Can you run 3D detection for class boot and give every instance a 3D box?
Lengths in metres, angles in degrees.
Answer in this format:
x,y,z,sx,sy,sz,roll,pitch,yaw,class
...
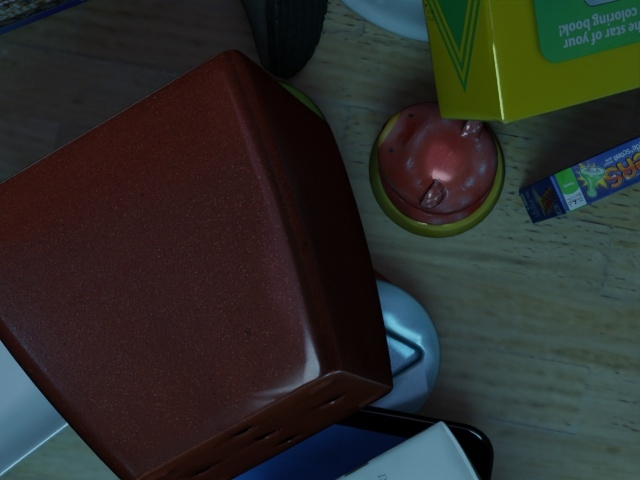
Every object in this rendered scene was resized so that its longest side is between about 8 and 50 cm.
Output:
x,y,z,sx,sy,sz,roll,pitch,yaw,class
-0.087,-0.266,1.577,0.161,0.083,0.246,11,124,32,boot

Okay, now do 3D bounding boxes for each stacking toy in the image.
x,y,z,sx,sy,sz,roll,pitch,yaw,class
0.000,0.000,1.546,0.279,0.130,0.309,18,87,0,stacking toy

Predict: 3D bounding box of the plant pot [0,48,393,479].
x,y,z,sx,sy,sz,roll,pitch,yaw,class
-0.088,0.048,1.391,0.267,0.267,0.236,-30,74,9,plant pot

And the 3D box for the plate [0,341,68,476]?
x,y,z,sx,sy,sz,roll,pitch,yaw,class
-0.364,0.102,1.490,0.278,0.045,0.277,-39,91,-3,plate

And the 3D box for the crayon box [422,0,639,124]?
x,y,z,sx,sy,sz,roll,pitch,yaw,class
0.244,-0.285,1.468,0.363,0.106,0.313,-16,105,-27,crayon box

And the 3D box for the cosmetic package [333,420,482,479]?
x,y,z,sx,sy,sz,roll,pitch,yaw,class
0.056,0.250,1.389,0.184,0.151,0.151,-30,78,1,cosmetic package

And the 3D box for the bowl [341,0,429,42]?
x,y,z,sx,sy,sz,roll,pitch,yaw,class
0.120,-0.323,1.559,0.298,0.134,0.298,0,87,-1,bowl

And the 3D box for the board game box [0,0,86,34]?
x,y,z,sx,sy,sz,roll,pitch,yaw,class
-0.280,-0.266,1.471,0.232,0.291,0.141,-22,86,-1,board game box

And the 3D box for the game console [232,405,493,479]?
x,y,z,sx,sy,sz,roll,pitch,yaw,class
-0.025,0.274,1.486,0.293,0.173,0.250,10,51,9,game console

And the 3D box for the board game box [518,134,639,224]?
x,y,z,sx,sy,sz,roll,pitch,yaw,class
0.244,-0.059,1.516,0.136,0.201,0.035,-24,89,-1,board game box
